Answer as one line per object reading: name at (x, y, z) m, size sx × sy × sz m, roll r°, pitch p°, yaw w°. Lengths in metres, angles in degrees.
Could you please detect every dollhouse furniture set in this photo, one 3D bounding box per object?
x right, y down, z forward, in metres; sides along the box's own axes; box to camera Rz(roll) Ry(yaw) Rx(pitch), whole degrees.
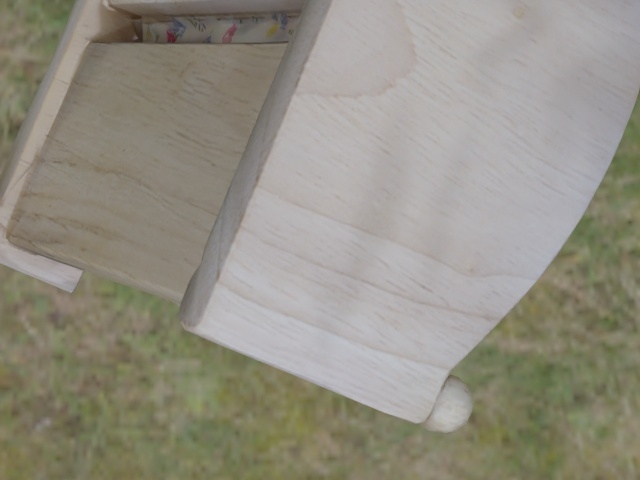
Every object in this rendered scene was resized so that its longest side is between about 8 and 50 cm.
dollhouse furniture set at (0.000, 0.000, 0.502) m, size 0.174 × 0.303 × 0.355 m, roll 25°, pitch 86°, yaw -25°
